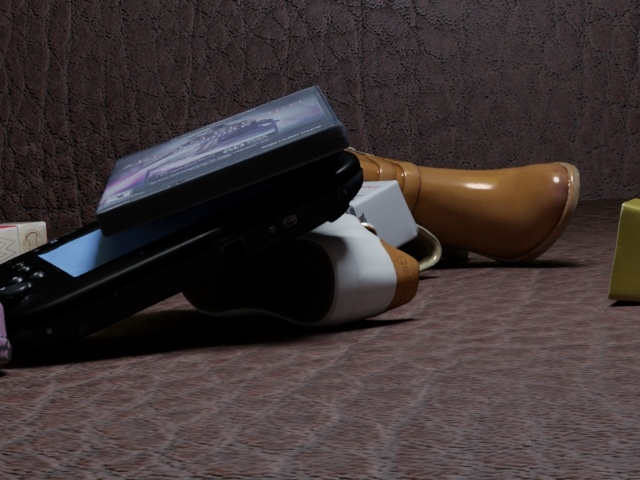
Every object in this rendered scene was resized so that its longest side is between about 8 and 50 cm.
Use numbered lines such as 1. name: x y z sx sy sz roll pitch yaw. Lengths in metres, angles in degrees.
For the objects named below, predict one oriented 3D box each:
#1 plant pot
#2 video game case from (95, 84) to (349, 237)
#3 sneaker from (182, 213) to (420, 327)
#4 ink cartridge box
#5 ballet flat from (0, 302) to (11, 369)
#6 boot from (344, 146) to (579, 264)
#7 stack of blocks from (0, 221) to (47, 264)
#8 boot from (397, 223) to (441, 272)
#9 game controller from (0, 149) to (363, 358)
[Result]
1. plant pot: 0.292 0.012 1.410 0.083 0.081 0.081 9 7 18
2. video game case: -0.081 -0.070 1.382 0.196 0.026 0.274 -20 12 0
3. sneaker: -0.028 0.020 1.458 0.123 0.106 0.290 -3 14 -37
4. ink cartridge box: 0.000 0.000 1.602 0.150 0.063 0.109 -30 17 -30
5. ballet flat: -0.299 0.054 1.240 0.077 0.079 0.221 10 -7 -44
6. boot: 0.123 -0.056 1.827 0.220 0.109 0.283 21 -14 -29
7. stack of blocks: -0.401 0.039 1.509 0.171 0.087 0.297 -1 4 29
8. boot: 0.000 0.006 1.746 0.213 0.077 0.165 2 0 -34
9. game controller: -0.124 -0.004 1.325 0.319 0.067 0.166 -25 27 -20
